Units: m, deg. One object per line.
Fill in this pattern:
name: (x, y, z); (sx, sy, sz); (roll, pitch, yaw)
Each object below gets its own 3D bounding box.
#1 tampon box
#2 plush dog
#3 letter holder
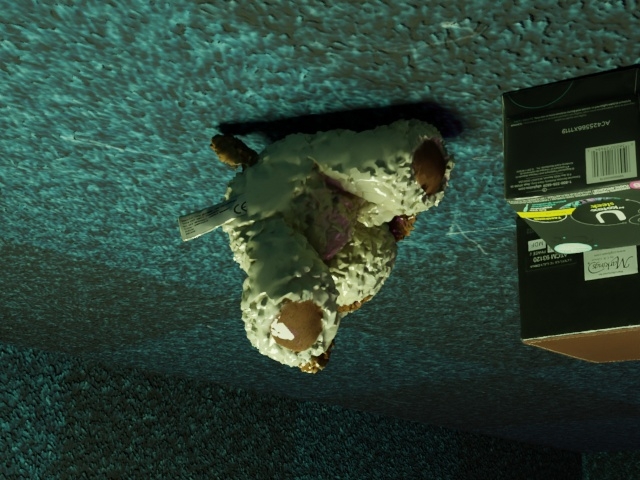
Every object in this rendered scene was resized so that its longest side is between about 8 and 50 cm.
tampon box: (0.244, -0.062, 0.775); (0.120, 0.101, 0.161); (-8, 158, 30)
plush dog: (0.000, 0.000, 0.873); (0.211, 0.262, 0.225); (30, 165, 32)
letter holder: (0.407, 0.042, 0.979); (0.302, 0.152, 0.214); (-14, 157, 39)
